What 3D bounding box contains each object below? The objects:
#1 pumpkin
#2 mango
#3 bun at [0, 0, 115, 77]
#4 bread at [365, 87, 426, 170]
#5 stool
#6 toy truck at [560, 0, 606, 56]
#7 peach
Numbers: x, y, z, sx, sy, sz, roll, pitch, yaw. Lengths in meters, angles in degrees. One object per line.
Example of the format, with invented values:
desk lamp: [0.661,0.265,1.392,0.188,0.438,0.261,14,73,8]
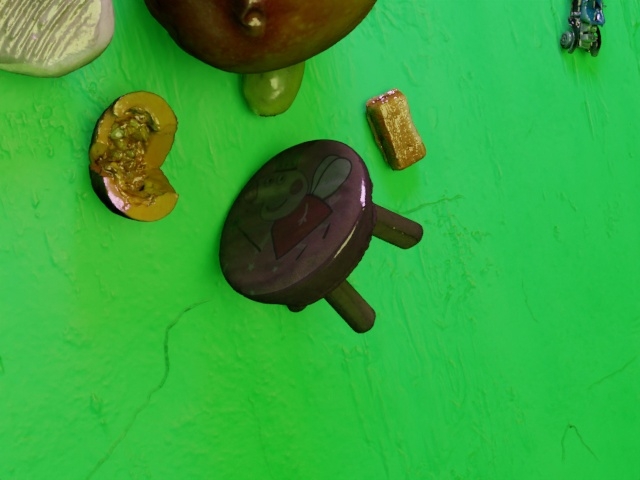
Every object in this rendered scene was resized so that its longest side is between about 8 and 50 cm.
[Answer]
pumpkin: [-0.272,-0.116,1.428,0.119,0.107,0.183,6,84,-35]
mango: [-0.069,-0.271,1.537,0.091,0.074,0.165,12,87,-24]
bun: [-0.391,-0.320,1.344,0.237,0.116,0.210,24,86,-12]
bread: [0.126,-0.182,1.659,0.074,0.053,0.132,-30,107,-18]
stool: [0.000,0.000,1.509,0.178,0.272,0.272,38,77,-41]
toy truck: [0.491,-0.415,1.813,0.080,0.078,0.154,3,94,-26]
peach: [-0.077,-0.381,1.381,0.372,0.290,0.373,6,50,-7]
